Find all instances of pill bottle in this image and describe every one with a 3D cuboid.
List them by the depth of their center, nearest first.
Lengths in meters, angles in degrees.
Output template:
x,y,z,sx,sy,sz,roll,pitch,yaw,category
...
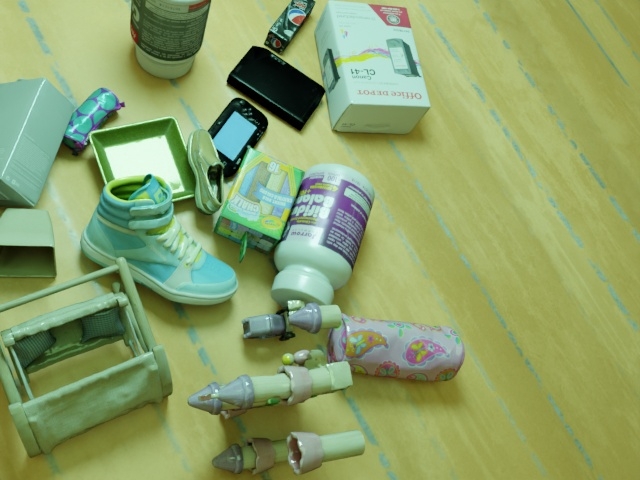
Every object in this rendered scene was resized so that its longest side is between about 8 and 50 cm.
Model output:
x,y,z,sx,sy,sz,roll,pitch,yaw,category
0.000,0.000,1.332,0.169,0.169,0.301,23,62,-9,pill bottle
-0.324,-0.484,1.356,0.161,0.283,0.161,7,67,-16,pill bottle

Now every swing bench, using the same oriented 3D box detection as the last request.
x,y,z,sx,sy,sz,roll,pitch,yaw,category
-0.420,0.204,1.100,0.253,0.165,0.254,-21,77,-26,swing bench

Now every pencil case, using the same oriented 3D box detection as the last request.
x,y,z,sx,sy,sz,roll,pitch,yaw,category
-0.484,-0.253,1.326,0.070,0.064,0.151,25,62,10,pencil case
0.158,0.226,1.327,0.284,0.124,0.124,8,66,-17,pencil case

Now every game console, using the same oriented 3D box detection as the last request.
x,y,z,sx,sy,sz,roll,pitch,yaw,category
-0.152,-0.288,1.472,0.213,0.044,0.361,32,62,-4,game console

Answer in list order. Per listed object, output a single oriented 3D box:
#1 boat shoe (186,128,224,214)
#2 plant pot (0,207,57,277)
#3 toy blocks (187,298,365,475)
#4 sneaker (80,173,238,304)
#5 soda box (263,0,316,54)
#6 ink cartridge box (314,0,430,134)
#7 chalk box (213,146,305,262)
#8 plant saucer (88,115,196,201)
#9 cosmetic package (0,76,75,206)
x,y,z,sx,sy,sz,roll,pitch,yaw,category
-0.228,-0.152,1.322,0.068,0.072,0.190,-2,75,-44,boat shoe
-0.550,0.000,1.179,0.109,0.109,0.096,2,56,-19,plant pot
-0.116,0.255,1.115,0.260,0.288,0.309,-1,72,-26,toy blocks
-0.286,-0.008,1.201,0.319,0.208,0.127,22,35,-10,sneaker
-0.076,-0.553,1.600,0.053,0.060,0.169,32,61,-6,soda box
0.126,-0.433,1.583,0.226,0.131,0.306,-3,68,-21,ink cartridge box
-0.139,-0.059,1.322,0.132,0.132,0.213,24,69,-9,chalk box
-0.368,-0.154,1.328,0.188,0.045,0.188,-17,82,-26,plant saucer
-0.586,-0.190,1.218,0.127,0.107,0.238,1,61,22,cosmetic package
